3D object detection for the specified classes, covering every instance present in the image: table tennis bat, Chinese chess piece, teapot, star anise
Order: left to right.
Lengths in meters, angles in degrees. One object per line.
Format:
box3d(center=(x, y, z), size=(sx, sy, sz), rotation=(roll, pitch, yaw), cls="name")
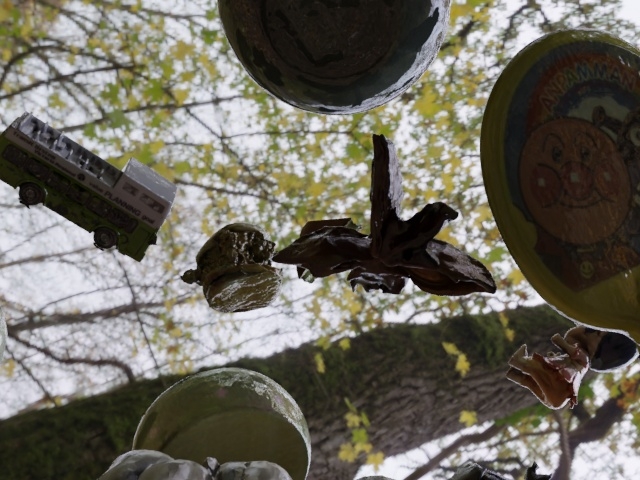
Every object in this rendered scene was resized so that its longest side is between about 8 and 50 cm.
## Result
box3d(center=(-0.079, 0.171, 0.628), size=(0.058, 0.144, 0.144), rotation=(-129, -142, -58), cls="Chinese chess piece")
box3d(center=(0.013, -0.220, 0.675), size=(0.184, 0.251, 0.183), rotation=(1, -63, 1), cls="teapot")
box3d(center=(0.058, -0.014, 0.642), size=(0.158, 0.144, 0.140), rotation=(43, -59, -15), cls="star anise")
box3d(center=(0.240, 0.013, 0.592), size=(0.054, 0.224, 0.368), rotation=(-21, -92, 64), cls="table tennis bat")

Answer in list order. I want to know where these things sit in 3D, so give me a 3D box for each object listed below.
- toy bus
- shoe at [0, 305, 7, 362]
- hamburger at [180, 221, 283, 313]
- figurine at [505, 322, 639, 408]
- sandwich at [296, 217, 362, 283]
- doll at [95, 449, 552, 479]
box3d(center=(-0.394, -0.096, 1.303), size=(0.302, 0.113, 0.139), rotation=(33, -72, -18), cls="toy bus")
box3d(center=(-0.366, 0.200, 0.747), size=(0.342, 0.132, 0.210), rotation=(-42, -101, 31), cls="shoe")
box3d(center=(-0.155, 0.049, 1.363), size=(0.159, 0.185, 0.131), rotation=(110, -36, -51), cls="hamburger")
box3d(center=(0.340, 0.140, 0.994), size=(0.102, 0.195, 0.111), rotation=(46, -14, 27), cls="figurine")
box3d(center=(0.000, 0.000, 0.771), size=(0.083, 0.031, 0.044), rotation=(-48, -125, 14), cls="sandwich")
box3d(center=(-0.010, 0.146, 0.300), size=(0.095, 0.192, 0.149), rotation=(106, -6, -71), cls="doll")
